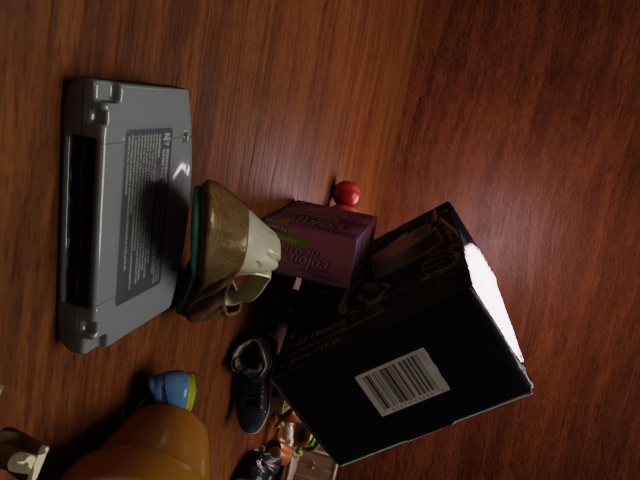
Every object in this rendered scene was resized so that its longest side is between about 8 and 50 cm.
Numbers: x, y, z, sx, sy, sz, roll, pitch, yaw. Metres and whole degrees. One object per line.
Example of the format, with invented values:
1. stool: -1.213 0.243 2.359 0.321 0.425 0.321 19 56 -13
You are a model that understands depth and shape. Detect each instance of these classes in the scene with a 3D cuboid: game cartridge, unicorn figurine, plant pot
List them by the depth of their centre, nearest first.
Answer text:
1. game cartridge: -0.224 -0.037 0.666 0.198 0.062 0.296 -49 149 -73
2. plant pot: -0.226 0.319 0.723 0.188 0.205 0.204 -90 -173 -70
3. unicorn figurine: -0.108 0.614 1.756 0.111 0.060 0.161 49 55 -74

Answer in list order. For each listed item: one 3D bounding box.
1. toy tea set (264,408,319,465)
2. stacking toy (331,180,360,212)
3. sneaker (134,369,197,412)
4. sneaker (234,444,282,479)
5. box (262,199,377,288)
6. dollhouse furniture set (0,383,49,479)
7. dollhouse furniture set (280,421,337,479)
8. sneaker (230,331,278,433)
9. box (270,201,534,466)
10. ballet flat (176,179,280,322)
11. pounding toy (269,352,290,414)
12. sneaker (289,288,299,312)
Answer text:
1. toy tea set: -0.080 0.497 1.625 0.124 0.200 0.335 33 63 -36
2. stacking toy: 0.069 -0.029 1.774 0.141 0.141 0.329 45 55 -75
3. sneaker: -0.250 0.275 0.856 0.209 0.082 0.069 -68 -150 32
4. sneaker: -0.156 0.654 1.488 0.268 0.102 0.153 86 23 -43
5. box: 0.000 0.000 1.296 0.243 0.214 0.117 -42 142 -68
6. dollhouse furniture set: -0.331 0.178 0.462 0.151 0.123 0.143 34 64 -39
7. dollhouse furniture set: -0.040 0.784 1.939 0.355 0.174 0.302 60 43 -74
8. sneaker: -0.151 0.313 1.205 0.163 0.086 0.226 60 37 -81
9. box: 0.188 0.205 1.358 0.297 0.480 0.471 56 19 -16
10. ballet flat: -0.124 0.030 0.761 0.342 0.124 0.116 118 -25 -56
11. pounding toy: -0.101 0.406 1.515 0.206 0.094 0.180 22 80 -77
12. sneaker: -0.036 0.207 1.624 0.192 0.086 0.064 84 22 -54
